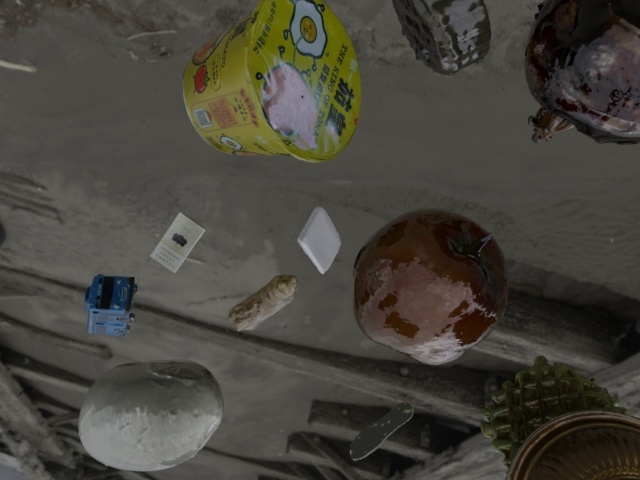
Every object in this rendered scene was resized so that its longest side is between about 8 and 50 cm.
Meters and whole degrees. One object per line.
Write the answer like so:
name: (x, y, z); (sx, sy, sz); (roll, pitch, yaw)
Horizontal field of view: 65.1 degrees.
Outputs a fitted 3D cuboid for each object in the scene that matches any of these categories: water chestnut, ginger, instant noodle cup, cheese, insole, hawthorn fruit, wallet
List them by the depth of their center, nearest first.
instant noodle cup: (0.374, 0.355, 0.620); (0.274, 0.274, 0.091); (5, 167, 12)
cheese: (-0.247, 0.251, 0.729); (0.189, 0.154, 0.198); (9, 166, -24)
hawthorn fruit: (0.195, 0.068, 0.877); (0.267, 0.268, 0.301); (21, 144, -7)
water chestnut: (0.503, -0.298, 0.887); (0.335, 0.335, 0.347); (16, 136, -2)
instant noodle cup: (-0.108, -0.311, 1.027); (0.254, 0.326, 0.325); (2, 141, 41)
ginger: (-0.117, 0.136, 1.144); (0.213, 0.137, 0.074); (-43, 81, 20)
wallet: (0.000, 0.000, 1.334); (0.032, 0.124, 0.183); (15, 156, 29)
insole: (0.186, 0.585, 1.543); (0.248, 0.081, 0.011); (-41, 124, 7)

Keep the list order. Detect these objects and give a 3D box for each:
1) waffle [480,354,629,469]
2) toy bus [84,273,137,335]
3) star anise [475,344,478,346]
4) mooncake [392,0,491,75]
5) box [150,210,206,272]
waffle: (0.371, 0.295, 0.818); (0.054, 0.208, 0.214); (45, 173, -27)
toy bus: (-0.470, 0.147, 1.122); (0.106, 0.090, 0.185); (9, 150, -22)
star anise: (0.358, 0.199, 1.519); (0.198, 0.258, 0.110); (-7, 160, 13)
mooncake: (0.227, -0.430, 0.969); (0.124, 0.228, 0.228); (-28, 130, 5)
box: (-0.420, 0.005, 1.481); (0.090, 0.024, 0.167); (36, 101, -7)
